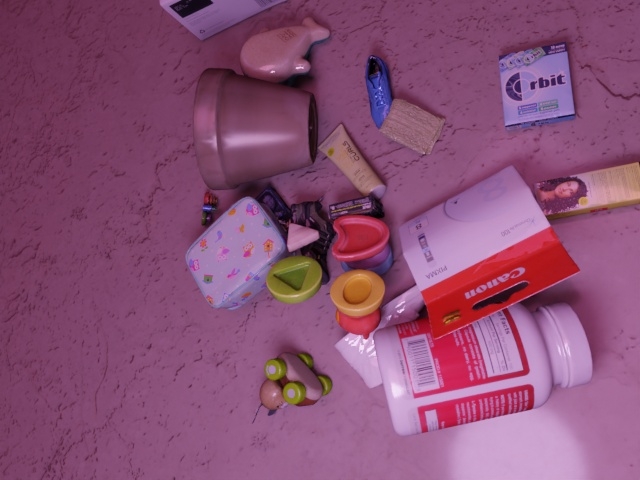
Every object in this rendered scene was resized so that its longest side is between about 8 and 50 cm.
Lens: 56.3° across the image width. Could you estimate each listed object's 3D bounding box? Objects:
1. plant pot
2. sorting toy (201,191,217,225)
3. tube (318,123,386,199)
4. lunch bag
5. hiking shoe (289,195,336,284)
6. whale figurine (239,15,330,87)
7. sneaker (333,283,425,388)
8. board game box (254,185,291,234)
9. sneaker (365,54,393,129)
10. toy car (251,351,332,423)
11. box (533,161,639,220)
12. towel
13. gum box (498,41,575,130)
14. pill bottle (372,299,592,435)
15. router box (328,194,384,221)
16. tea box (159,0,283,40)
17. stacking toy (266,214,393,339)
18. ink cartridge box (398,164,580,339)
[{"bbox_3d":[-0.156,-0.293,1.592,0.280,0.323,0.324,2,79,8],"label":"plant pot"},{"bbox_3d":[-0.321,-0.091,1.744,0.042,0.061,0.102,7,88,-10],"label":"sorting toy"},{"bbox_3d":[0.083,-0.202,1.581,0.070,0.062,0.240,-22,58,-21],"label":"tube"},{"bbox_3d":[-0.211,0.029,1.585,0.279,0.108,0.224,-41,64,10],"label":"lunch bag"},{"bbox_3d":[0.000,0.000,1.554,0.114,0.086,0.227,-18,90,-7],"label":"hiking shoe"},{"bbox_3d":[-0.098,-0.526,1.707,0.272,0.141,0.216,-39,64,-15],"label":"whale figurine"},{"bbox_3d":[0.195,0.226,1.426,0.292,0.108,0.169,-39,80,8],"label":"sneaker"},{"bbox_3d":[-0.179,-0.011,1.663,0.243,0.042,0.165,-43,66,10],"label":"board game box"},{"bbox_3d":[0.153,-0.388,1.576,0.069,0.082,0.210,-12,76,19],"label":"sneaker"},{"bbox_3d":[-0.094,0.388,1.488,0.149,0.155,0.188,46,108,25],"label":"toy car"},{"bbox_3d":[0.601,-0.107,1.329,0.232,0.058,0.088,-12,74,21],"label":"box"},{"bbox_3d":[0.234,-0.291,1.531,0.148,0.027,0.110,26,89,8],"label":"towel"},{"bbox_3d":[0.516,-0.368,1.432,0.156,0.041,0.185,-7,77,23],"label":"gum box"},{"bbox_3d":[0.329,0.255,1.248,0.407,0.229,0.229,-13,73,3],"label":"pill bottle"},{"bbox_3d":[0.092,-0.075,1.529,0.122,0.092,0.038,-13,73,21],"label":"router box"},{"bbox_3d":[-0.307,-0.846,1.799,0.328,0.220,0.324,-16,74,20],"label":"tea box"},{"bbox_3d":[0.034,0.086,1.425,0.279,0.130,0.309,1,43,16],"label":"stacking toy"},{"bbox_3d":[0.332,0.011,1.275,0.308,0.385,0.091,-29,112,16],"label":"ink cartridge box"}]
